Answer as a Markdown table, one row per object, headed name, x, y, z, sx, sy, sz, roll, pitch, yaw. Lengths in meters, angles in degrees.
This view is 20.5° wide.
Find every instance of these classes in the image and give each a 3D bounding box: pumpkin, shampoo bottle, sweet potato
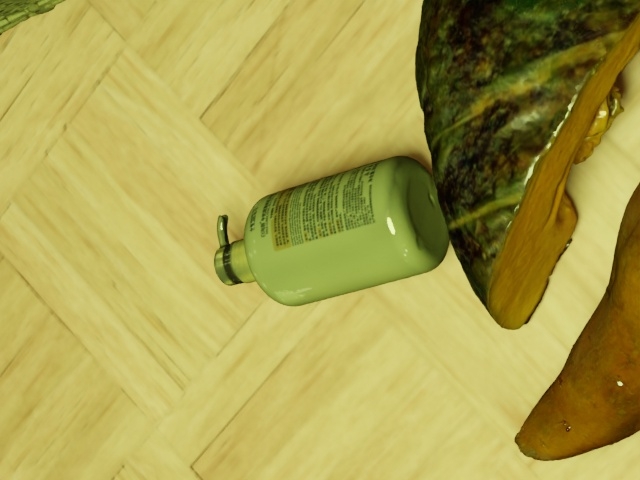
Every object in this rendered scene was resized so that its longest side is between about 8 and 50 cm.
| name | x | y | z | sx | sy | sz | roll | pitch | yaw |
| --- | --- | --- | --- | --- | --- | --- | --- | --- | --- |
| pumpkin | 0.100 | -0.093 | 1.088 | 0.163 | 0.111 | 0.278 | 33 | 113 | 24 |
| shampoo bottle | 0.000 | 0.000 | 1.170 | 0.162 | 0.079 | 0.079 | -16 | 91 | 29 |
| sweet potato | 0.226 | 0.010 | 1.038 | 0.112 | 0.112 | 0.359 | 32 | 116 | 19 |

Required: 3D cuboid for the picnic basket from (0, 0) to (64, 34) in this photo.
| name | x | y | z | sx | sy | sz | roll | pitch | yaw |
| --- | --- | --- | --- | --- | --- | --- | --- | --- | --- |
| picnic basket | -0.197 | -0.229 | 1.191 | 0.196 | 0.154 | 0.134 | -23 | 91 | 25 |
